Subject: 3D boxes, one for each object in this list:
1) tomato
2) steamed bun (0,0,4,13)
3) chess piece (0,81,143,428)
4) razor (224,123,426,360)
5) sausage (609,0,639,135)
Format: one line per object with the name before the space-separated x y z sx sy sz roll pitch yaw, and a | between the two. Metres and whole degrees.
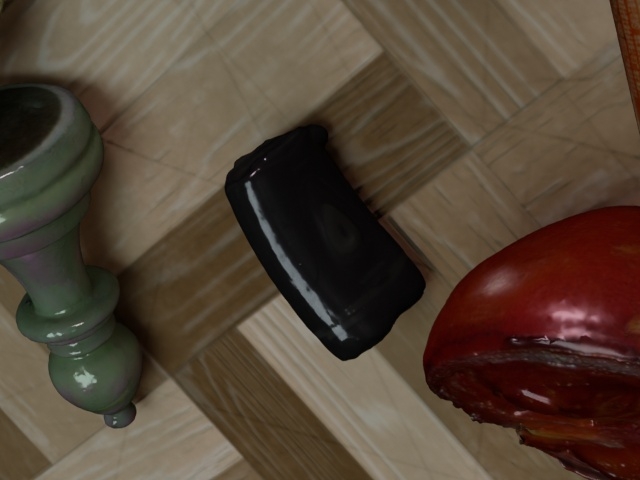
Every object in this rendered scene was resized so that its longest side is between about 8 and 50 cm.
tomato | 0.186 0.057 1.031 0.200 0.139 0.233 -4 152 40
steamed bun | -0.367 -0.179 1.099 0.272 0.290 0.273 32 119 34
chess piece | -0.188 0.032 1.237 0.139 0.139 0.271 2 130 27
razor | 0.000 0.000 1.126 0.054 0.090 0.148 -25 104 46
sausage | 0.197 -0.121 0.960 0.083 0.083 0.264 -3 118 29
